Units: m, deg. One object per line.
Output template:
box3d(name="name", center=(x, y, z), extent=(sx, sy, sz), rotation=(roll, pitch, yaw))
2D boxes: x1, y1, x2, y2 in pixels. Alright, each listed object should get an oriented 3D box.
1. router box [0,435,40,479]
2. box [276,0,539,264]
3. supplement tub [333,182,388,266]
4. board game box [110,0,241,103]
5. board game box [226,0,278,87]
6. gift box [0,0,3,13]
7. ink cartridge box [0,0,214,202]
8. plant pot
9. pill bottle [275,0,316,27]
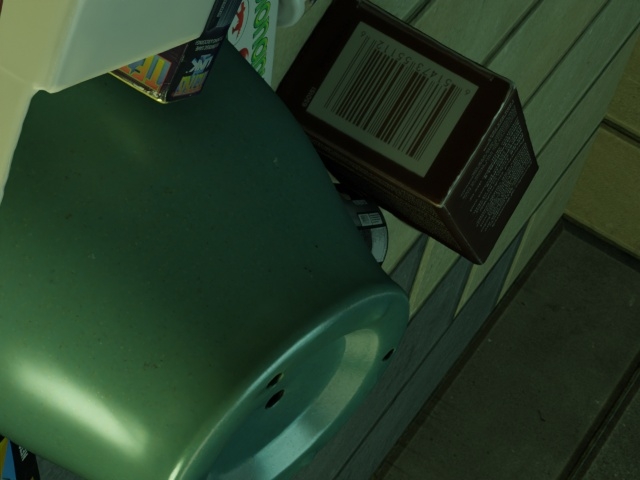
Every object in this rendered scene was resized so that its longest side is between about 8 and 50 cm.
box3d(name="router box", center=(-0.274, 0.206, 1.270), extent=(0.133, 0.046, 0.179), rotation=(-52, 165, -26))
box3d(name="box", center=(0.098, -0.099, 1.645), extent=(0.143, 0.191, 0.381), rotation=(-58, 167, -4))
box3d(name="supplement tub", center=(0.000, 0.000, 1.667), extent=(0.117, 0.117, 0.190), rotation=(-61, 167, 10))
box3d(name="board game box", center=(-0.107, -0.168, 0.792), extent=(0.141, 0.170, 0.048), rotation=(-63, 168, 20))
box3d(name="board game box", center=(-0.100, -0.134, 1.142), extent=(0.193, 0.053, 0.305), rotation=(-51, 165, -28))
box3d(name="gift box", center=(-0.211, -0.135, 0.342), extent=(0.258, 0.276, 0.255), rotation=(2, 105, -71))
box3d(name="ink cartridge box", center=(-0.117, -0.199, 0.605), extent=(0.119, 0.207, 0.353), rotation=(-34, 153, -58))
box3d(name="plant pot", center=(-0.100, 0.017, 0.921), extent=(0.272, 0.255, 0.271), rotation=(-40, 160, -18))
box3d(name="pill bottle", center=(-0.011, -0.221, 1.247), extent=(0.120, 0.067, 0.067), rotation=(-51, 165, -29))
